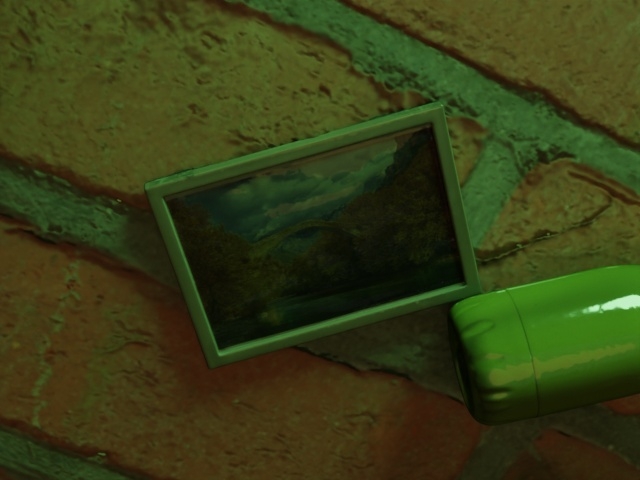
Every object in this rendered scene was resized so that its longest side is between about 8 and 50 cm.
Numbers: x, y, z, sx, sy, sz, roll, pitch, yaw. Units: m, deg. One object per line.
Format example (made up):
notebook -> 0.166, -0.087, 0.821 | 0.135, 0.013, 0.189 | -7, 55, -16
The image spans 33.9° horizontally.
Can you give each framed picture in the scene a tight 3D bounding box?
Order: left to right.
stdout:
framed picture -> 0.000, 0.000, 0.871 | 0.249, 0.016, 0.184 | -15, 117, 0

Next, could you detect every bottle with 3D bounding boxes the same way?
bottle -> 0.244, 0.077, 0.886 | 0.260, 0.112, 0.112 | -13, 117, -1
